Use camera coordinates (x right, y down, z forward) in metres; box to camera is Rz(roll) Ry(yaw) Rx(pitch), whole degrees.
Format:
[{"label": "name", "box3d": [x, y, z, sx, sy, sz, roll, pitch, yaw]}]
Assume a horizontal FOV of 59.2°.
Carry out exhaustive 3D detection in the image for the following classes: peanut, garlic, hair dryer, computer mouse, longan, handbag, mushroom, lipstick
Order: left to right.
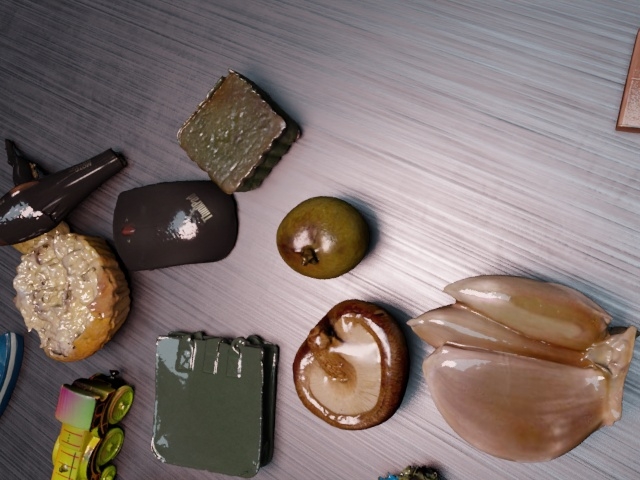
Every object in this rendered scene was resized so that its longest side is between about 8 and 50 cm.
[{"label": "peanut", "box3d": [-0.660, -0.029, 1.265, 0.229, 0.098, 0.103, 25, 121, 17]}, {"label": "hair dryer", "box3d": [-0.617, -0.163, 1.237, 0.303, 0.120, 0.359, -39, 53, -10]}, {"label": "computer mouse", "box3d": [-0.301, -0.030, 1.114, 0.269, 0.100, 0.170, -7, 85, 22]}, {"label": "handbag", "box3d": [-0.208, 0.307, 1.089, 0.247, 0.079, 0.260, 3, 91, 22]}, {"label": "longan", "box3d": [0.000, 0.000, 0.953, 0.154, 0.176, 0.145, -36, 92, 34]}, {"label": "mushroom", "box3d": [0.060, 0.208, 0.957, 0.194, 0.138, 0.231, 47, 118, 2]}, {"label": "garlic", "box3d": [0.296, 0.192, 0.851, 0.325, 0.132, 0.279, 6, 92, 20]}, {"label": "lipstick", "box3d": [0.472, -0.233, 0.822, 0.045, 0.045, 0.145, 12, 95, 20]}]

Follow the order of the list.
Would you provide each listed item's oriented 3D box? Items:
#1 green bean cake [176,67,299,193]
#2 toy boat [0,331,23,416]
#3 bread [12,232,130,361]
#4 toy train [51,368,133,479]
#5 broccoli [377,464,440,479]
[{"label": "green bean cake", "box3d": [-0.152, -0.198, 1.054, 0.173, 0.094, 0.181, 44, 105, 16]}, {"label": "toy boat", "box3d": [-0.774, 0.336, 1.331, 0.096, 0.062, 0.299, 33, 103, 19]}, {"label": "bread", "box3d": [-0.507, 0.114, 1.174, 0.274, 0.149, 0.274, 1, 92, 28]}, {"label": "toy train", "box3d": [-0.482, 0.417, 1.161, 0.100, 0.160, 0.296, 15, 96, 15]}, {"label": "broccoli", "box3d": [0.131, 0.452, 0.906, 0.167, 0.160, 0.154, -18, 65, 3]}]
